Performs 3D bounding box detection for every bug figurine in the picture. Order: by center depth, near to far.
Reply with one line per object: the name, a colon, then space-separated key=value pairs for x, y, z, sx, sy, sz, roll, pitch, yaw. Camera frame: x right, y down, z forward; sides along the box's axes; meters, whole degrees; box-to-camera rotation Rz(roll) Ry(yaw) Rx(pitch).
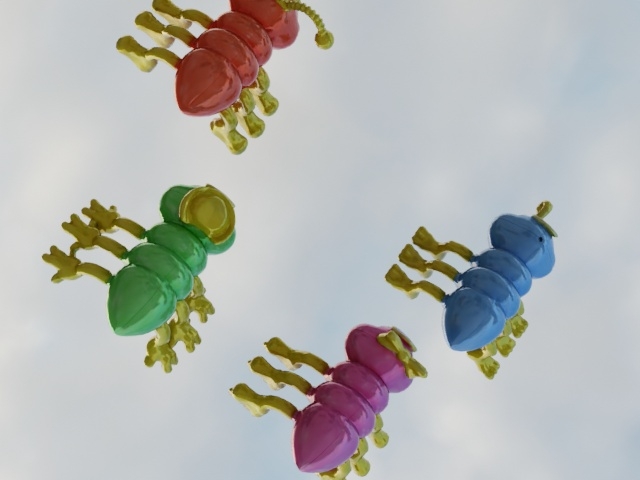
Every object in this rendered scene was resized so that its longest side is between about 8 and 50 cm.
bug figurine: x=0.000 y=0.000 z=0.895 sx=0.216 sy=0.279 sz=0.072 roll=-57 pitch=-163 yaw=-23
